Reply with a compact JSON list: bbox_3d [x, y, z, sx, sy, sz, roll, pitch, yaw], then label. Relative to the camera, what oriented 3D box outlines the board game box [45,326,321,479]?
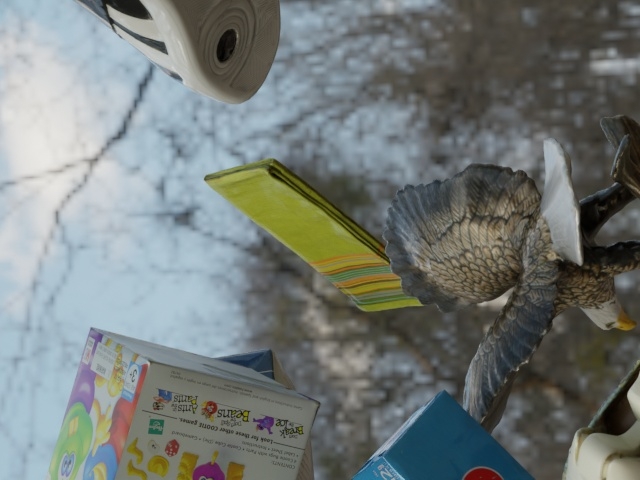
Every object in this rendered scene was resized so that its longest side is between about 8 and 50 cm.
[{"bbox_3d":[-0.127,0.222,1.416,0.144,0.142,0.275,17,-90,-26],"label":"board game box"}]

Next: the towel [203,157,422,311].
[{"bbox_3d":[0.000,0.000,1.826,0.237,0.102,0.021,39,-124,-32],"label":"towel"}]

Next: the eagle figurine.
[{"bbox_3d":[0.173,0.036,1.563,0.225,0.298,0.226,55,-154,-11],"label":"eagle figurine"}]

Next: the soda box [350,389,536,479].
[{"bbox_3d":[0.125,0.204,1.281,0.210,0.067,0.071,45,-119,1],"label":"soda box"}]

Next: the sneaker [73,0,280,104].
[{"bbox_3d":[-0.108,-0.147,0.967,0.079,0.121,0.217,-64,-29,-11],"label":"sneaker"}]

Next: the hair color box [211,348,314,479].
[{"bbox_3d":[-0.064,0.302,1.885,0.174,0.105,0.347,64,-163,-60],"label":"hair color box"}]

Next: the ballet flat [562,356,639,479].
[{"bbox_3d":[0.200,0.108,1.159,0.079,0.077,0.221,13,-70,-56],"label":"ballet flat"}]
